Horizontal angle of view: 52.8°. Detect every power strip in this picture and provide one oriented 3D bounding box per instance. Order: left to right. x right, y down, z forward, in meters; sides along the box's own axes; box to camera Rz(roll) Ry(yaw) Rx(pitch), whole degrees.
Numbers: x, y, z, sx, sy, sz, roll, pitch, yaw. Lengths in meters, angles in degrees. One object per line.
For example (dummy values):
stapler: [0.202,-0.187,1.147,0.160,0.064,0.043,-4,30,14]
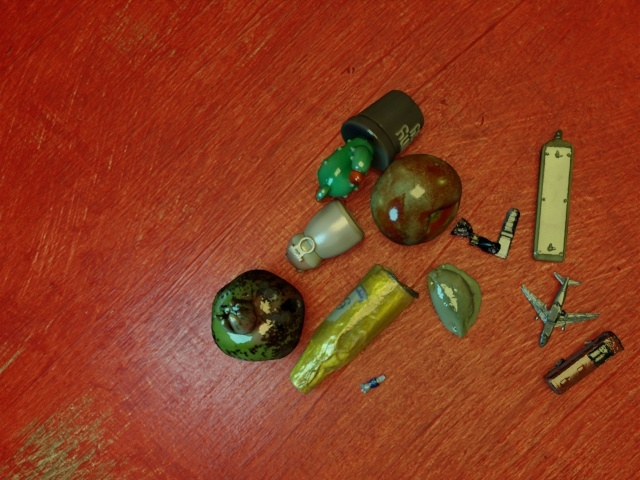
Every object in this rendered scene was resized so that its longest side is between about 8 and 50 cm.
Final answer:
power strip: [0.678,-0.131,1.878,0.092,0.066,0.387,5,88,10]

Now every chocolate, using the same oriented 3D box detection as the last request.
chocolate: [0.082,0.268,1.875,0.162,0.162,0.445,43,93,9]
chocolate: [0.455,-0.003,1.893,0.147,0.072,0.070,41,95,15]

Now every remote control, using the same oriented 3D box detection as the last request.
remote control: [0.551,-0.023,1.902,0.044,0.027,0.152,18,90,5]

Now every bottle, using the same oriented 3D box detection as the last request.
bottle: [0.000,0.000,1.921,0.236,0.147,0.147,-36,81,8]

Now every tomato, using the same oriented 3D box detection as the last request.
tomato: [0.261,-0.123,1.836,0.270,0.270,0.222,-44,57,2]

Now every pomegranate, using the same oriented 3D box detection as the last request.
pomegranate: [-0.191,0.212,1.827,0.285,0.341,0.284,-2,81,11]

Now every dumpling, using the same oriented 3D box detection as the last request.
dumpling: [0.399,0.168,1.866,0.149,0.105,0.216,-20,82,6]

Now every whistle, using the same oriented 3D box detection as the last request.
whistle: [0.156,0.423,1.918,0.083,0.029,0.033,-32,66,11]

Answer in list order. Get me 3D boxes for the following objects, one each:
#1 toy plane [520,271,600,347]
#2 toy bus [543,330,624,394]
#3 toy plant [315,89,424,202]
toy plane: [0.672,0.202,1.849,0.226,0.058,0.226,22,88,25]
toy bus: [0.739,0.342,1.808,0.235,0.096,0.073,-37,83,5]
toy plant: [0.122,-0.259,1.860,0.400,0.279,0.185,-44,117,-15]
